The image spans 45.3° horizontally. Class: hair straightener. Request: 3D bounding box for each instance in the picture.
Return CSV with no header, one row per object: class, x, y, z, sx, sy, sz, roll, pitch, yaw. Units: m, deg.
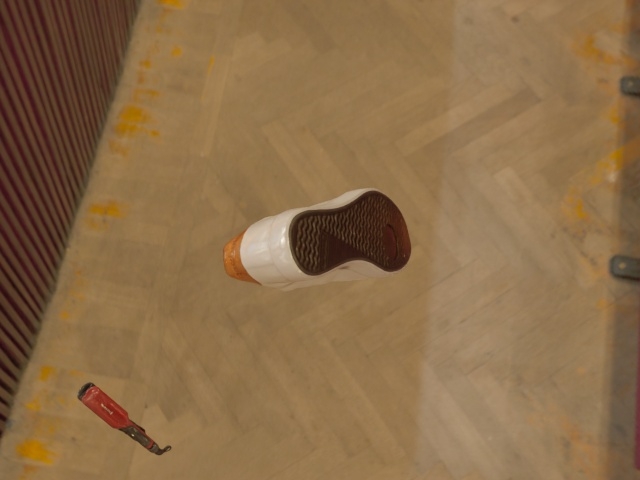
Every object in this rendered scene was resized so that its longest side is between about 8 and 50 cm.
hair straightener,-0.386,0.354,1.513,0.230,0.089,0.047,44,71,-27

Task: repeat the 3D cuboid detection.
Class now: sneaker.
sneaker,0.000,0.000,0.885,0.290,0.123,0.105,-1,80,-56
